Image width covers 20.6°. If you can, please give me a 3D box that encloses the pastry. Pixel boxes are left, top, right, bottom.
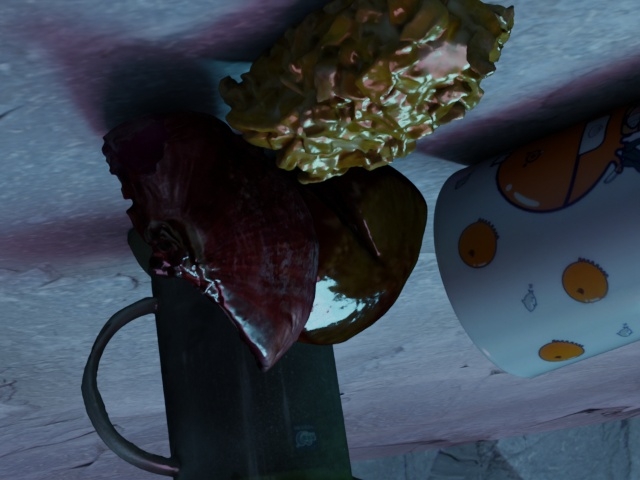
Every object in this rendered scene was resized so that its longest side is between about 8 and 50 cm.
[{"bbox_3d":[0.046,-0.120,1.268,0.154,0.102,0.250,15,155,-35],"label":"pastry"}]

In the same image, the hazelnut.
[{"bbox_3d":[0.000,0.000,1.585,0.204,0.178,0.178,-37,-177,-36],"label":"hazelnut"}]

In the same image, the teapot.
[{"bbox_3d":[-0.093,0.143,1.698,0.270,0.337,0.200,-2,163,-22],"label":"teapot"}]

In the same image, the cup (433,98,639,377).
[{"bbox_3d":[0.292,-0.018,1.604,0.317,0.212,0.212,-22,161,34],"label":"cup"}]

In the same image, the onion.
[{"bbox_3d":[-0.073,-0.012,1.359,0.120,0.227,0.283,-37,-177,1],"label":"onion"}]
